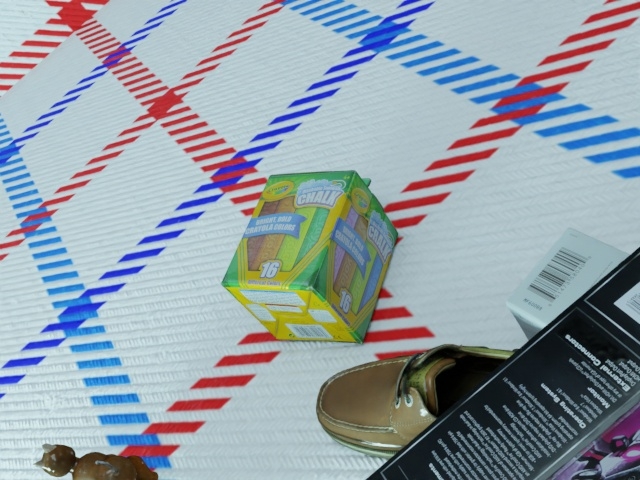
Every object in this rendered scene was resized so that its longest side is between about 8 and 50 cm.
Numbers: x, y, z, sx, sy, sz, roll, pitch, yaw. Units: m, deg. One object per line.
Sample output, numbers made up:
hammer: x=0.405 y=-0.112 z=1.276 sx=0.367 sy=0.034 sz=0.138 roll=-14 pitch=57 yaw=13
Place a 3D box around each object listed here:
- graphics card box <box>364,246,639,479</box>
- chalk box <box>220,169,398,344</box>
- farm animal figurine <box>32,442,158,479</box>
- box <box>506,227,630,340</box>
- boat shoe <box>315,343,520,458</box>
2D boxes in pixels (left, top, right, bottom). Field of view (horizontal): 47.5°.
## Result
graphics card box: x=0.216 y=0.150 z=0.529 sx=0.371 sy=0.233 sz=0.094 roll=-40 pitch=39 yaw=-1
chalk box: x=0.000 y=0.000 z=0.881 sx=0.132 sy=0.132 sz=0.213 roll=-2 pitch=54 yaw=34
farm animal figurine: x=-0.310 y=0.358 z=0.735 sx=0.330 sy=0.172 sz=0.327 roll=-51 pitch=35 yaw=-10
box: x=0.253 y=0.064 z=0.682 sx=0.101 sy=0.087 sz=0.102 roll=-48 pitch=44 yaw=-8
boat shoe: x=0.117 y=0.143 z=0.698 sx=0.307 sy=0.104 sz=0.110 roll=-9 pitch=52 yaw=30
